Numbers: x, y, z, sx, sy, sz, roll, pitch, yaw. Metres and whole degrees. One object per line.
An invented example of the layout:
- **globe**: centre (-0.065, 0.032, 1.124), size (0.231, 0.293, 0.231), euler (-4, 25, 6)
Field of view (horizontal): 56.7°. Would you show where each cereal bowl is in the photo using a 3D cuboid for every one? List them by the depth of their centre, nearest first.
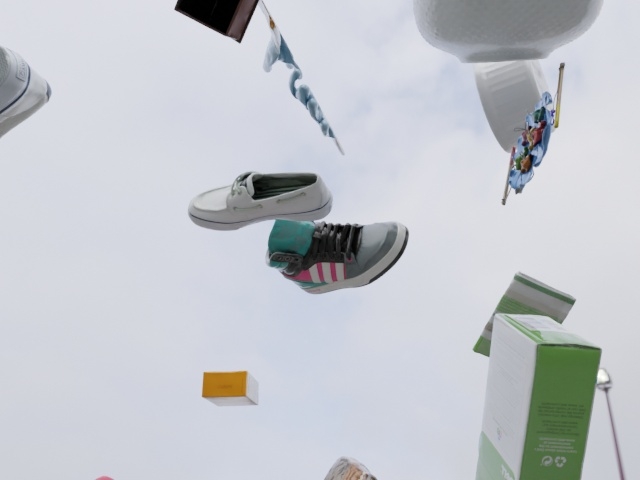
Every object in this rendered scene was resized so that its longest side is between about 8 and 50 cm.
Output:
- **cereal bowl**: centre (0.343, -0.407, 1.105), size (0.339, 0.339, 0.141), euler (0, -75, 11)

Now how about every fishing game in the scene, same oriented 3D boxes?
- **fishing game**: centre (0.366, -0.174, 1.057), size (0.041, 0.189, 0.264), euler (15, -21, 4)

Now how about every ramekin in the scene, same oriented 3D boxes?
- **ramekin**: centre (0.513, -0.379, 1.548), size (0.135, 0.277, 0.277), euler (-17, -48, 30)

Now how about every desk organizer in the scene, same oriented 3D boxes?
- **desk organizer**: centre (-0.074, -0.247, 0.519), size (0.047, 0.050, 0.130), euler (37, -68, 20)

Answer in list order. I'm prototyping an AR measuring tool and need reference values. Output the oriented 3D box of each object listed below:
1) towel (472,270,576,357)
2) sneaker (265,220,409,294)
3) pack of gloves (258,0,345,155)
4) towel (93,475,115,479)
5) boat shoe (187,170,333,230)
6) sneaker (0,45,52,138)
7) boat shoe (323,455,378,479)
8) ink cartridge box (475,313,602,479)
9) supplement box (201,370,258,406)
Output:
- **towel**: centre (0.328, 0.134, 0.962), size (0.113, 0.023, 0.152), euler (25, -75, -8)
- **sneaker**: centre (0.000, 0.000, 1.059), size (0.178, 0.123, 0.295), euler (32, -35, -28)
- **pack of gloves**: centre (-0.042, -0.195, 0.720), size (0.046, 0.232, 0.195), euler (-27, -93, 7)
- **towel**: centre (-0.350, 0.443, 0.851), size (0.199, 0.275, 0.031), euler (32, -79, 23)
- **boat shoe**: centre (-0.096, -0.071, 0.877), size (0.226, 0.083, 0.075), euler (-6, -39, 10)
- **sneaker**: centre (-0.430, -0.127, 0.685), size (0.258, 0.094, 0.091), euler (-23, -18, 8)
- **boat shoe**: centre (0.074, 0.346, 0.630), size (0.116, 0.123, 0.324), euler (6, -47, 30)
- **ink cartridge box**: centre (0.205, 0.186, 0.581), size (0.062, 0.109, 0.209), euler (5, -83, -4)
- **supplement box**: centre (-0.125, 0.209, 0.835), size (0.062, 0.036, 0.098), euler (-2, -23, 3)
